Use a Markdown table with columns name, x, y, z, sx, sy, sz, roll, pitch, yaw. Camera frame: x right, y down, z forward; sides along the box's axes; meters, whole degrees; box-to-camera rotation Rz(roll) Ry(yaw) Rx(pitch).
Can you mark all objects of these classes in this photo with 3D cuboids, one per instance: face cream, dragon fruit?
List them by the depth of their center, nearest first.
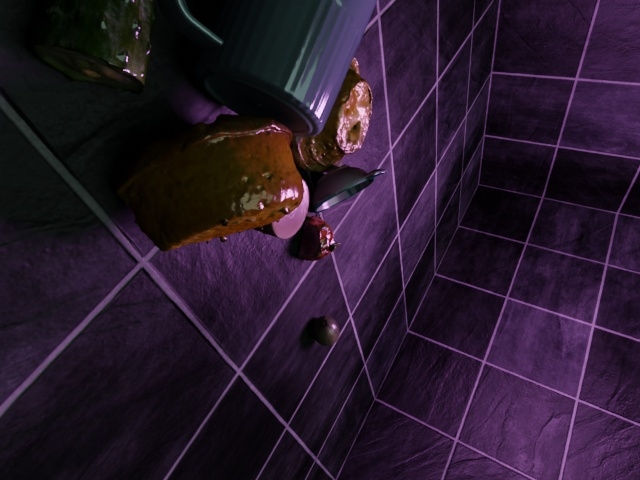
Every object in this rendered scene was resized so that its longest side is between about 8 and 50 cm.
| name | x | y | z | sx | sy | sz | roll | pitch | yaw |
| --- | --- | --- | --- | --- | --- | --- | --- | --- | --- |
| face cream | -0.109 | -0.087 | 0.943 | 0.149 | 0.104 | 0.149 | -38 | 137 | -47 |
| dragon fruit | 0.000 | 0.000 | 1.201 | 0.102 | 0.096 | 0.147 | -1 | 105 | -57 |

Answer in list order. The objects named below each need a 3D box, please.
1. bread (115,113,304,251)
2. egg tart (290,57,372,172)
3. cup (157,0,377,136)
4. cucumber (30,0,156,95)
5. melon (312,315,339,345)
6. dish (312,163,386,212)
| name | x | y | z | sx | sy | sz | roll | pitch | yaw |
| --- | --- | --- | --- | --- | --- | --- | --- | --- | --- |
| bread | -0.149 | -0.107 | 0.695 | 0.339 | 0.178 | 0.195 | -20 | 92 | -42 |
| egg tart | 0.046 | -0.331 | 1.061 | 0.341 | 0.128 | 0.342 | -40 | 139 | -48 |
| cup | -0.060 | -0.378 | 0.683 | 0.331 | 0.256 | 0.312 | 30 | 81 | -77 |
| cucumber | -0.265 | -0.323 | 0.513 | 0.134 | 0.134 | 0.245 | 15 | 90 | -62 |
| melon | 0.021 | 0.320 | 1.424 | 0.098 | 0.097 | 0.131 | -55 | 147 | -29 |
| dish | 0.062 | -0.164 | 1.150 | 0.224 | 0.246 | 0.078 | -22 | 84 | -55 |
